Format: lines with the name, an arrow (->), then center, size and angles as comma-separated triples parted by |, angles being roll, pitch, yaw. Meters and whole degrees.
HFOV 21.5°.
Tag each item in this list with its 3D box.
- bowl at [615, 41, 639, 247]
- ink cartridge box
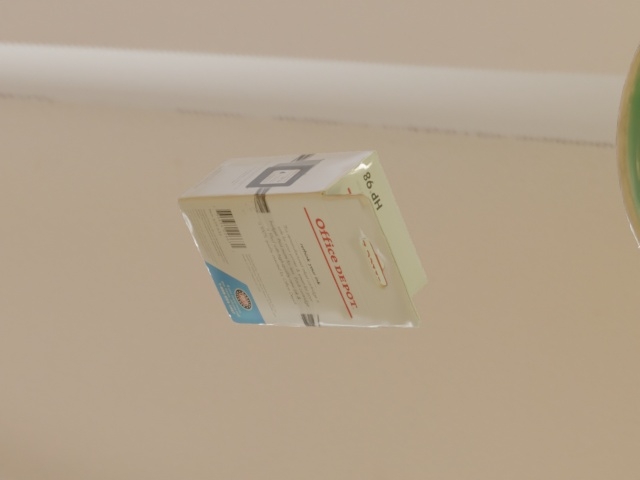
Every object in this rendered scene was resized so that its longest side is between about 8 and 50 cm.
bowl -> 0.338, -0.041, 0.932 | 0.311, 0.163, 0.311 | -13, -120, 24
ink cartridge box -> 0.000, 0.000, 1.121 | 0.180, 0.104, 0.060 | 0, -149, 45
